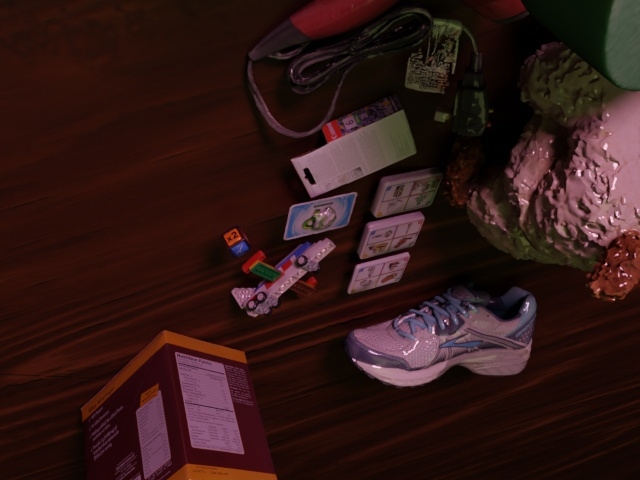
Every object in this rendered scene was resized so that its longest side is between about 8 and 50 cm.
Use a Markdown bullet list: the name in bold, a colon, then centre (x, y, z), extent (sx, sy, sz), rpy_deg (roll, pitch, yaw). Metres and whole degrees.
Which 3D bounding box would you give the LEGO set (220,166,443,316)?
- **LEGO set**: centre (0.000, 0.000, 0.772), extent (0.244, 0.060, 0.182), rpy_deg (-14, 141, -26)

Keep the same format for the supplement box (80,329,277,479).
- **supplement box**: centre (-0.178, 0.250, 0.852), extent (0.129, 0.194, 0.191), rpy_deg (24, 123, -41)

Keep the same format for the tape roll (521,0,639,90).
- **tape roll**: centre (0.249, -0.229, 0.369), extent (0.321, 0.077, 0.321), rpy_deg (-29, 154, -16)

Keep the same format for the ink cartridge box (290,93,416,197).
- **ink cartridge box**: centre (0.030, -0.090, 0.681), extent (0.115, 0.029, 0.063), rpy_deg (-23, 140, 5)

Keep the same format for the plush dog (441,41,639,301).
- **plush dog**: centre (0.244, -0.034, 0.690), extent (0.262, 0.211, 0.225), rpy_deg (27, 166, -17)

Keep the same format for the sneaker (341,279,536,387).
- **sneaker**: centre (0.160, 0.108, 0.929), extent (0.283, 0.110, 0.122), rpy_deg (-2, 120, -24)

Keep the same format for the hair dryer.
- **hair dryer**: centre (0.063, -0.192, 0.530), extent (0.223, 0.080, 0.293), rpy_deg (0, 130, -10)
